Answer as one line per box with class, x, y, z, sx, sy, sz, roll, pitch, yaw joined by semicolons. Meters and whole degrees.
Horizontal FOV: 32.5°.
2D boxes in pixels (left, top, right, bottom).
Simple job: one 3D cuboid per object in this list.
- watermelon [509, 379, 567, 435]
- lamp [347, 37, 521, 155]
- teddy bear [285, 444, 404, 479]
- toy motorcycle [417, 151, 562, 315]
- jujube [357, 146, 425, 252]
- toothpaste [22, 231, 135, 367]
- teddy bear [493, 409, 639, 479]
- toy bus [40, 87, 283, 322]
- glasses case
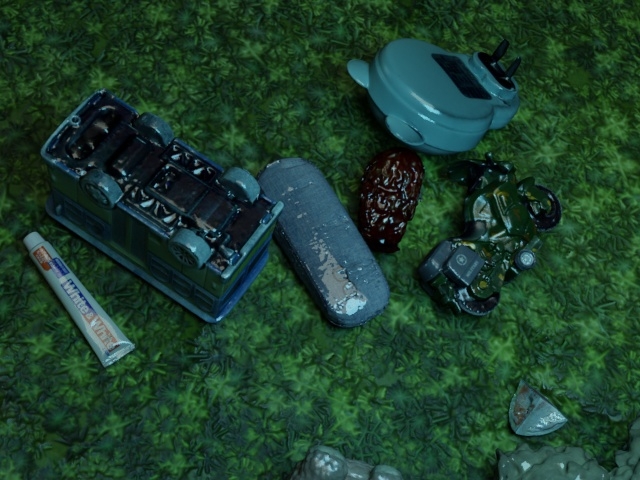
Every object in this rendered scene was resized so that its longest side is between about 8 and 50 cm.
watermelon;0.311;0.238;1.550;0.085;0.061;0.085;1;61;-1
lamp;0.189;-0.226;1.709;0.284;0.147;0.209;-18;60;-25
teddy bear;0.013;0.396;1.362;0.236;0.151;0.267;18;57;-9
toy motorcycle;0.238;-0.019;1.635;0.187;0.125;0.275;40;63;-1
jujube;0.099;-0.065;1.639;0.104;0.104;0.166;21;62;0
toothpaste;-0.340;0.078;1.519;0.052;0.033;0.218;-35;79;-20
teddy bear;0.399;0.376;1.449;0.367;0.224;0.357;16;62;14
toy bus;-0.221;-0.047;1.512;0.312;0.190;0.152;33;63;6
glasses case;0.000;0.000;1.604;0.109;0.067;0.282;-23;71;-23
